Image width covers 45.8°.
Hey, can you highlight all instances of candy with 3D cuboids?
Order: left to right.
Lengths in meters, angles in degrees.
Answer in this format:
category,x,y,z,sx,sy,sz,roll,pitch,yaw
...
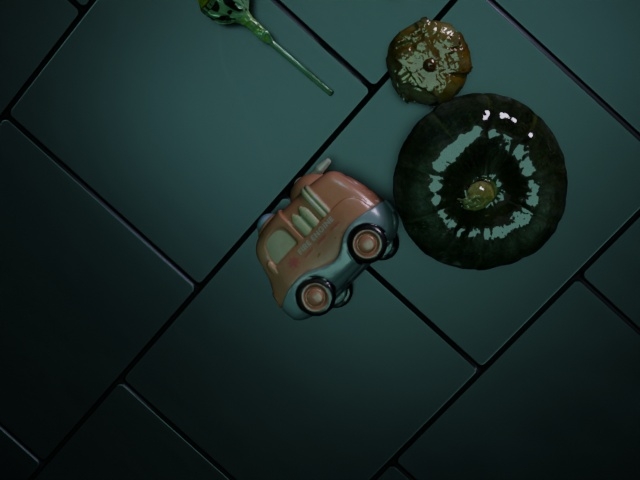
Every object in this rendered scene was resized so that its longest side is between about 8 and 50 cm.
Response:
category,x,y,z,sx,sy,sz,roll,pitch,yaw
candy,-0.091,-0.367,1.354,0.305,0.083,0.091,39,83,-9

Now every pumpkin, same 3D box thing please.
category,x,y,z,sx,sy,sz,roll,pitch,yaw
pumpkin,0.268,-0.098,1.276,0.300,0.207,0.300,1,98,6

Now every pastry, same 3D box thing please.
category,x,y,z,sx,sy,sz,roll,pitch,yaw
pastry,0.188,-0.309,1.320,0.153,0.081,0.153,0,88,4

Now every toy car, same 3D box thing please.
category,x,y,z,sx,sy,sz,roll,pitch,yaw
toy car,0.000,0.000,1.342,0.212,0.180,0.270,45,99,9
